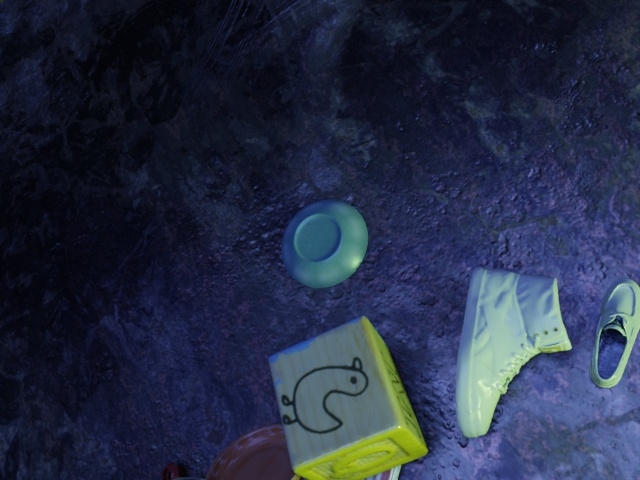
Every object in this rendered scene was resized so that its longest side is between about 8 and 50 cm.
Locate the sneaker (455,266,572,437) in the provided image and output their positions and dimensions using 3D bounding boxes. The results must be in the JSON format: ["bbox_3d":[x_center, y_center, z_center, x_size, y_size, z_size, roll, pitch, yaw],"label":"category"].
[{"bbox_3d":[0.323,0.188,1.001,0.169,0.108,0.293,4,72,27],"label":"sneaker"}]

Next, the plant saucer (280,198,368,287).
[{"bbox_3d":[0.000,0.000,1.240,0.194,0.037,0.195,-7,70,20],"label":"plant saucer"}]

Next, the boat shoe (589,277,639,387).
[{"bbox_3d":[0.476,0.145,0.977,0.066,0.063,0.184,21,81,27],"label":"boat shoe"}]

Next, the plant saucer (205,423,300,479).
[{"bbox_3d":[-0.110,0.413,1.085,0.199,0.200,0.037,-16,111,17],"label":"plant saucer"}]

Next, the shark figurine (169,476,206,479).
[{"bbox_3d":[-0.146,0.495,1.087,0.166,0.116,0.278,-47,63,0],"label":"shark figurine"}]

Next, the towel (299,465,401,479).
[{"bbox_3d":[0.043,0.416,1.085,0.197,0.029,0.144,10,76,28],"label":"towel"}]

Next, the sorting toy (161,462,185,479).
[{"bbox_3d":[-0.296,0.491,1.194,0.061,0.042,0.102,33,99,44],"label":"sorting toy"}]

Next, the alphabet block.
[{"bbox_3d":[0.046,0.278,1.014,0.192,0.193,0.197,-26,53,9],"label":"alphabet block"}]
